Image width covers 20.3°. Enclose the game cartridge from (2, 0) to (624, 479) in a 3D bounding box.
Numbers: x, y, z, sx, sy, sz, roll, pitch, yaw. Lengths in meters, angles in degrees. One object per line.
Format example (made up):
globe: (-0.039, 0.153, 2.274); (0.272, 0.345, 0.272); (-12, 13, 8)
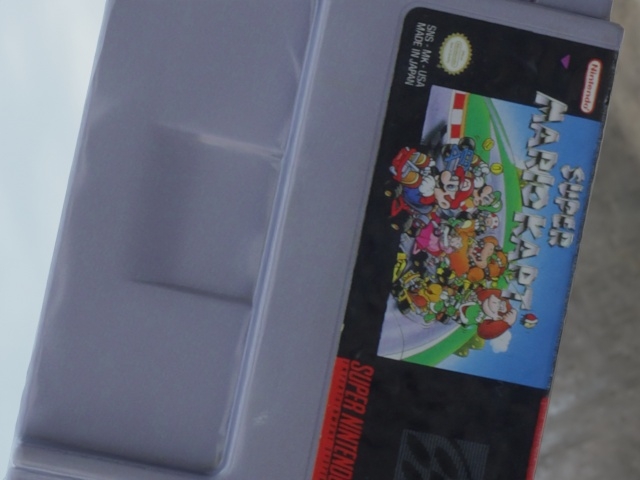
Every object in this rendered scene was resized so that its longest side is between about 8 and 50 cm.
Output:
game cartridge: (0.000, 0.000, 0.785); (0.068, 0.230, 0.355); (160, 121, -86)
